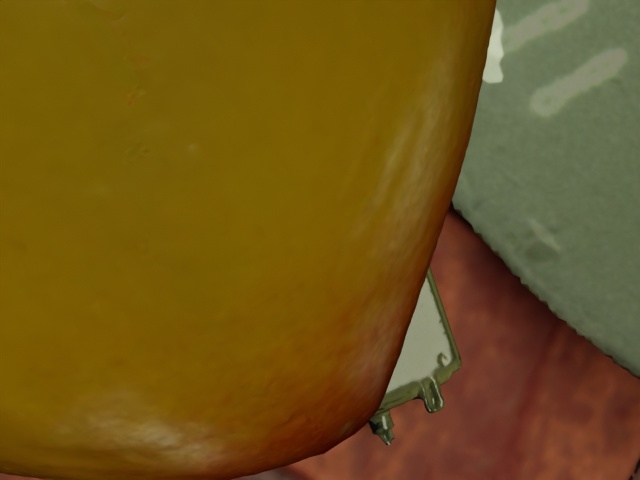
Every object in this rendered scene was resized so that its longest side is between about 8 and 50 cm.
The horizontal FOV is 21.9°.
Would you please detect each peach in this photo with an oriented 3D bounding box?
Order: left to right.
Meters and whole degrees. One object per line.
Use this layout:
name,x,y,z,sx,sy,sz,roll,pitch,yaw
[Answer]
peach,-0.089,-0.080,0.496,0.289,0.289,0.308,-29,130,-12

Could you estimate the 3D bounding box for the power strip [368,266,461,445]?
power strip,0.000,0.000,0.641,0.076,0.028,0.169,-18,95,-14

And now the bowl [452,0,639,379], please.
bowl,0.191,-0.151,0.522,0.196,0.435,0.435,-32,100,-32
